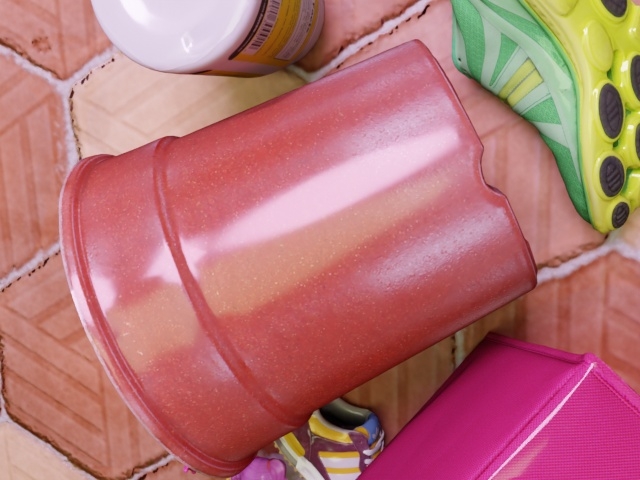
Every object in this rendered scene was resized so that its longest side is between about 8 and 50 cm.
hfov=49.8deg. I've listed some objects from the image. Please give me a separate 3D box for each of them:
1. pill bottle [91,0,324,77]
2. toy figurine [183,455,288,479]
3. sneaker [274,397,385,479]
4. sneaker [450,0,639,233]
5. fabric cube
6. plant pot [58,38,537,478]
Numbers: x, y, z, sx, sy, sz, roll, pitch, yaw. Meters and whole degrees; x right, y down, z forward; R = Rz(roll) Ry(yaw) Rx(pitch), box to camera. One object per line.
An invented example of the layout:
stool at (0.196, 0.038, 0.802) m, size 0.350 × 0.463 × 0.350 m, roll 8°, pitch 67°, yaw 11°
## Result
pill bottle at (-0.069, -0.183, 0.521) m, size 0.119 × 0.208 × 0.119 m, roll 3°, pitch 102°, yaw 14°
toy figurine at (-0.073, 0.257, 0.659) m, size 0.173 × 0.130 × 0.159 m, roll 4°, pitch 93°, yaw 28°
sneaker at (0.038, 0.210, 0.645) m, size 0.185 × 0.069 × 0.084 m, roll 43°, pitch 113°, yaw 2°
sneaker at (0.177, -0.143, 0.529) m, size 0.109 × 0.123 × 0.296 m, roll -35°, pitch 108°, yaw -17°
fabric cube at (0.153, 0.247, 0.489) m, size 0.259 × 0.254 × 0.258 m, roll 43°, pitch 88°, yaw 4°
plant pot at (0.000, 0.000, 0.526) m, size 0.265 × 0.272 × 0.273 m, roll -25°, pitch 94°, yaw 10°
